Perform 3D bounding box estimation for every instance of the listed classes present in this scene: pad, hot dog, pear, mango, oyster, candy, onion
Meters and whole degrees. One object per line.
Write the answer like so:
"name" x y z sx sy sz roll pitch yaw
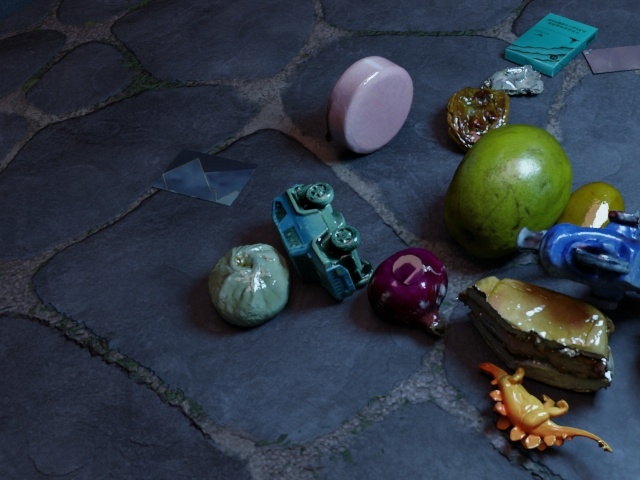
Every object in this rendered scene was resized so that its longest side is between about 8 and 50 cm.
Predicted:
"pad" -0.303 -0.170 1.944 0.243 0.004 0.163 14 52 21
"hot dog" 0.404 -0.318 1.892 0.160 0.099 0.227 0 51 11
"pear" 0.404 -0.111 1.607 0.253 0.253 0.307 34 70 33
"mango" 0.575 -0.032 1.602 0.136 0.099 0.227 33 69 27
"oyster" 0.521 -0.432 2.004 0.166 0.053 0.108 3 67 4
"candy" 0.121 -0.334 1.860 0.255 0.255 0.094 -36 52 -21
"pad" 0.836 -0.503 2.044 0.188 0.006 0.113 -6 46 3
"onion" 0.195 0.103 1.519 0.173 0.135 0.198 -30 52 -13

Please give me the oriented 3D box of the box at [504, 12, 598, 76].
"box" 0.657 -0.561 2.102 0.161 0.042 0.226 32 60 33

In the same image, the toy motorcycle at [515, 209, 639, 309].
"toy motorcycle" 0.520 0.046 1.412 0.241 0.319 0.182 -19 71 44

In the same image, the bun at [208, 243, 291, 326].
"bun" -0.158 0.089 1.608 0.195 0.118 0.195 -4 51 4

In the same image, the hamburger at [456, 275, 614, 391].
"hamburger" 0.424 0.169 1.406 0.245 0.155 0.282 -15 43 -8

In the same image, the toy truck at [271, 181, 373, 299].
"toy truck" 0.000 0.000 1.640 0.156 0.155 0.279 -26 49 -2

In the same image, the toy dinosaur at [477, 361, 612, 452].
"toy dinosaur" 0.381 0.320 1.337 0.117 0.070 0.288 -40 49 -11
